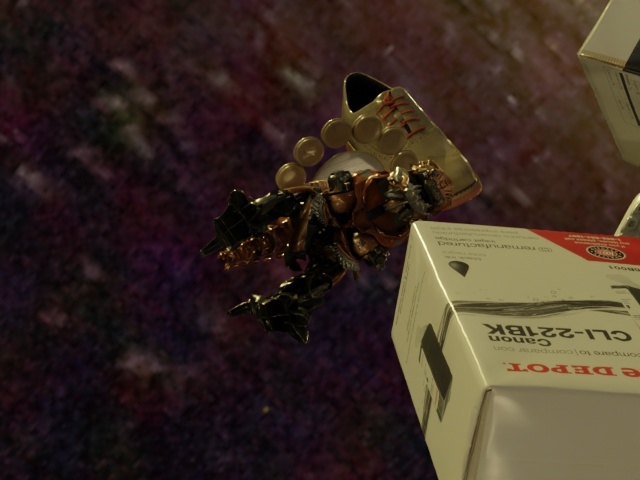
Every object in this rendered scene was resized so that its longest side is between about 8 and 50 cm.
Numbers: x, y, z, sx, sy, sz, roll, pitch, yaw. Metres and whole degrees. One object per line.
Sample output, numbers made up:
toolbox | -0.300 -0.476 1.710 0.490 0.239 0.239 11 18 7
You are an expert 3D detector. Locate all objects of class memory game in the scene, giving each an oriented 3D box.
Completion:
memory game | 0.032 -0.067 1.658 0.186 0.186 0.012 21 19 -34

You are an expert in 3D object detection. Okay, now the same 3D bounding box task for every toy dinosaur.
toy dinosaur | 0.000 0.000 1.510 0.164 0.322 0.218 50 48 8

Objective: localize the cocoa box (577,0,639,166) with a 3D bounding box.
cocoa box | 0.485 -0.248 1.536 0.228 0.347 0.231 23 -15 36

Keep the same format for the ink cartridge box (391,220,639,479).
ink cartridge box | 0.174 0.094 1.016 0.197 0.114 0.273 4 24 -9

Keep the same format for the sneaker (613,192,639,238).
sneaker | 0.338 0.080 1.543 0.111 0.297 0.129 10 11 -7

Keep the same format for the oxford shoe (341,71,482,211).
oxford shoe | 0.109 -0.141 1.979 0.348 0.123 0.130 39 -27 56
